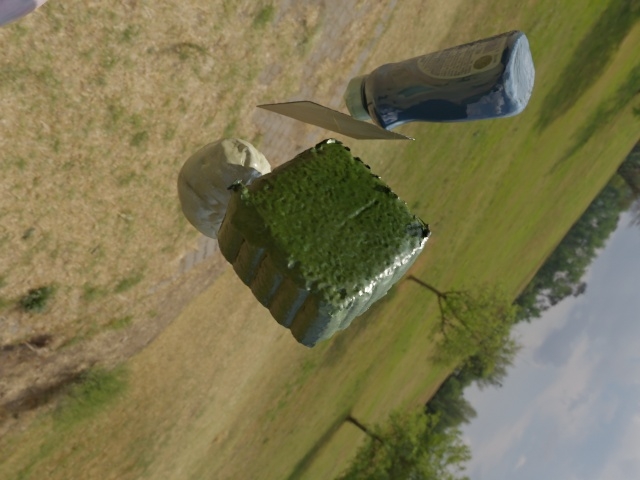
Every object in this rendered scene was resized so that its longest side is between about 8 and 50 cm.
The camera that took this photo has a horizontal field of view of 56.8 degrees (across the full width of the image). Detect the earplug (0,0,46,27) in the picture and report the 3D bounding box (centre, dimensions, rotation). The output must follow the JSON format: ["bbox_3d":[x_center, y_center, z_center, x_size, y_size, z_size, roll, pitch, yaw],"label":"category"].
[{"bbox_3d":[-0.378,-0.391,0.754,0.301,0.172,0.172,-51,164,-6],"label":"earplug"}]

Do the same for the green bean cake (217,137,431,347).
[{"bbox_3d":[0.000,0.000,0.900,0.250,0.247,0.156,-37,167,-32],"label":"green bean cake"}]

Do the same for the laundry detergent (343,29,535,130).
[{"bbox_3d":[0.158,-0.222,0.876,0.094,0.290,0.143,55,48,-35],"label":"laundry detergent"}]

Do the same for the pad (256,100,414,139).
[{"bbox_3d":[0.027,-0.207,1.040,0.243,0.164,0.004,11,91,-37],"label":"pad"}]

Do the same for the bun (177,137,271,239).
[{"bbox_3d":[-0.153,-0.081,1.015,0.184,0.102,0.183,-7,104,-27],"label":"bun"}]
